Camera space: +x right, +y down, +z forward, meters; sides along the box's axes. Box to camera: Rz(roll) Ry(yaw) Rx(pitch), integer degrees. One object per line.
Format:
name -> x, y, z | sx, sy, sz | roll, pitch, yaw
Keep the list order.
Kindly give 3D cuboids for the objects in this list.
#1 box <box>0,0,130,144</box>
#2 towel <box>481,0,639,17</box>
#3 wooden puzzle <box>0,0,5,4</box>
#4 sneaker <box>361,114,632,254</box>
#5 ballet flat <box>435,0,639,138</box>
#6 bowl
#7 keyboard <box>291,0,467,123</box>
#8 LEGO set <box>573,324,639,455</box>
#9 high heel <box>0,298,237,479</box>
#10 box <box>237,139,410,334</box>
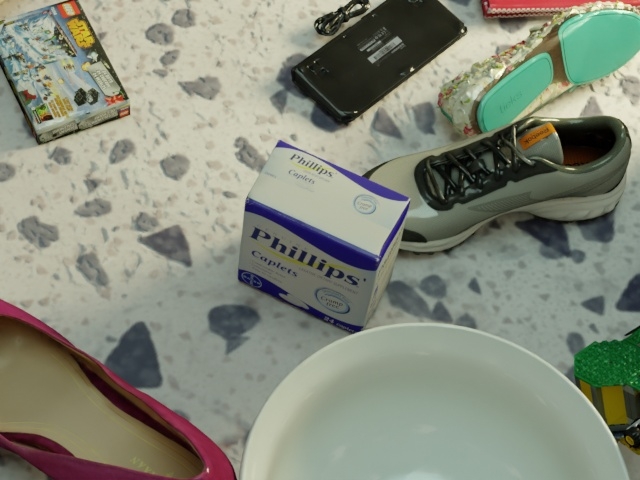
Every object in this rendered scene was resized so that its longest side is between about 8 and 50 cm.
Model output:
box -> -0.248, -0.162, 1.510 | 0.094, 0.027, 0.137 | -20, 62, -16
towel -> 0.236, -0.345, 1.681 | 0.199, 0.031, 0.275 | -4, 60, -11
wooden puzzle -> -0.425, -0.249, 1.543 | 0.221, 0.044, 0.238 | 33, 55, 15
sneaker -> 0.155, -0.064, 1.445 | 0.272, 0.108, 0.100 | -12, 61, -12
ballet flat -> 0.208, -0.174, 1.542 | 0.241, 0.091, 0.077 | -28, 32, -27
bowl -> 0.082, 0.222, 1.234 | 0.298, 0.134, 0.298 | 3, 56, -5
keyboard -> 0.050, -0.193, 1.568 | 0.180, 0.023, 0.108 | -38, 75, -27
LEGO set -> 0.377, 0.149, 1.323 | 0.255, 0.192, 0.331 | 20, 45, 42
high heel -> -0.212, 0.109, 1.246 | 0.377, 0.181, 0.127 | 33, 60, 15
box -> 0.000, 0.000, 1.367 | 0.126, 0.137, 0.072 | 24, 59, 9
